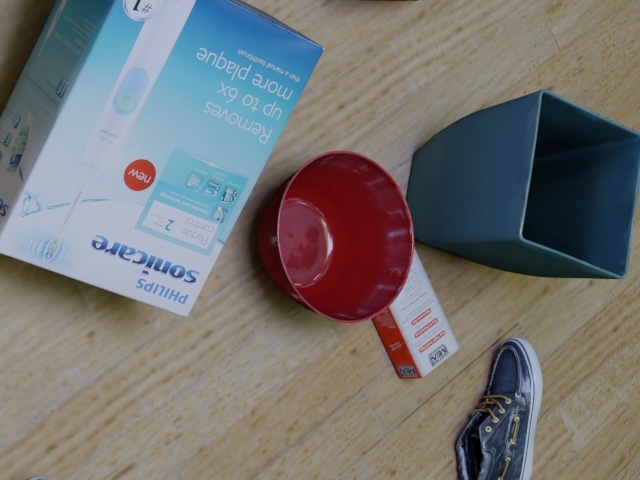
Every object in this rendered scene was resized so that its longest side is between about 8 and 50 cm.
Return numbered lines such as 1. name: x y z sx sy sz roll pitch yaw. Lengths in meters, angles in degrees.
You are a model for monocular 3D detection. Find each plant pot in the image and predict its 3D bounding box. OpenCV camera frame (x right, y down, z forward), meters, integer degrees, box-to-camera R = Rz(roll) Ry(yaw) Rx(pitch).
1. plant pot: 0.208 -0.049 1.755 0.165 0.234 0.166 19 74 -35

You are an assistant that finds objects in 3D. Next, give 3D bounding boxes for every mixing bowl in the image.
1. mixing bowl: 0.000 0.000 1.677 0.181 0.098 0.182 5 82 -37

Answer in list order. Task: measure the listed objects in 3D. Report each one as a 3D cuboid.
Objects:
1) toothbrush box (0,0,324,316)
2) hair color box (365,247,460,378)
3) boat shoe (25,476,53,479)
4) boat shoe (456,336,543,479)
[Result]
1. toothbrush box: -0.169 -0.106 1.473 0.216 0.126 0.296 23 100 -34
2. hair color box: 0.096 0.079 1.778 0.072 0.043 0.141 -34 105 -35
3. boat shoe: -0.216 0.324 1.496 0.083 0.075 0.226 -47 113 -30
4. boat shoe: 0.208 0.202 1.837 0.083 0.065 0.183 7 82 -38
